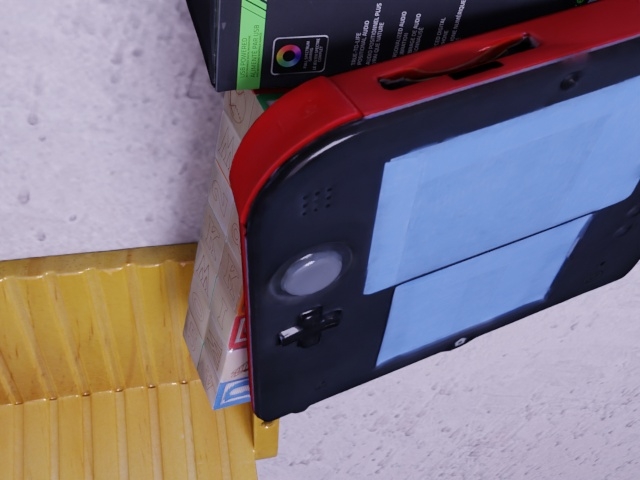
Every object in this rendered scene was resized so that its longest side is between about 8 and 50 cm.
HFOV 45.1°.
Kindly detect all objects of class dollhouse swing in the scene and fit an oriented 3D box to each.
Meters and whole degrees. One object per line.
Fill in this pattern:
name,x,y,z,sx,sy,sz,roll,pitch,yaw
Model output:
dollhouse swing,-0.206,0.226,0.764,0.347,0.305,0.315,-5,139,-9

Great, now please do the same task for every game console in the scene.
game console,0.124,-0.010,0.559,0.386,0.060,0.342,-18,143,-16

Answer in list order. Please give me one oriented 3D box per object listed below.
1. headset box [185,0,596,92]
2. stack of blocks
headset box,0.049,-0.227,0.437,0.283,0.131,0.246,-6,139,-17
stack of blocks,0.000,0.000,0.610,0.171,0.087,0.297,-9,140,-27
